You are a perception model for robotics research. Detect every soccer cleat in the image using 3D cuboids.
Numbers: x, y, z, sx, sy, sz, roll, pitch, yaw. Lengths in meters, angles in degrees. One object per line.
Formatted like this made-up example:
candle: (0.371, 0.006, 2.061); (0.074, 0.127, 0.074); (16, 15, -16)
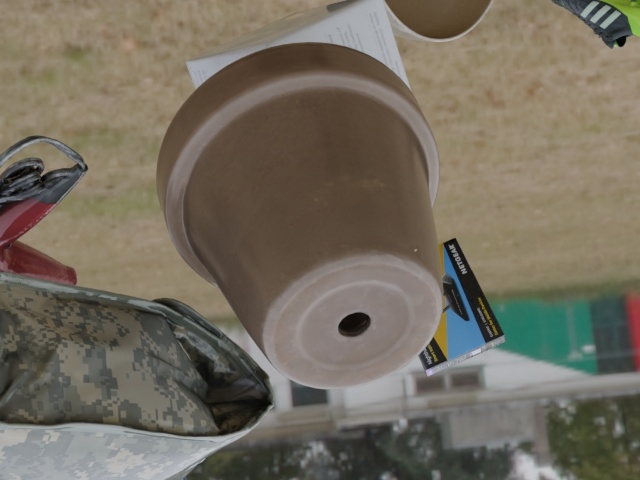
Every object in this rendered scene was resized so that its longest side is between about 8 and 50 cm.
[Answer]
soccer cleat: (0.376, -0.297, 1.414); (0.060, 0.072, 0.179); (-18, -147, -39)

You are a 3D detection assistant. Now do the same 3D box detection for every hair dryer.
hair dryer: (-0.299, 0.003, 0.970); (0.223, 0.080, 0.293); (-4, 159, 5)

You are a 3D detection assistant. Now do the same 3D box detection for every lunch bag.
lunch bag: (-0.217, 0.165, 1.001); (0.287, 0.169, 0.235); (13, 139, -35)

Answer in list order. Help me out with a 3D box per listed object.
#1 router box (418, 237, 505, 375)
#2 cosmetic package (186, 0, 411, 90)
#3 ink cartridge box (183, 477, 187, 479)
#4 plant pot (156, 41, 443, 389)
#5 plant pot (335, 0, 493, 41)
router box: (0.188, 0.103, 1.647); (0.133, 0.179, 0.046); (-25, 155, 1)
cosmetic package: (-0.019, -0.169, 1.191); (0.183, 0.151, 0.151); (-31, -159, -36)
ink cartridge box: (-0.375, 0.261, 1.453); (0.151, 0.395, 0.270); (19, 118, -47)
plant pot: (0.000, 0.000, 0.915); (0.263, 0.229, 0.263); (-9, 132, -10)
plant pot: (0.094, -0.416, 1.467); (0.284, 0.284, 0.191); (0, -173, -43)
